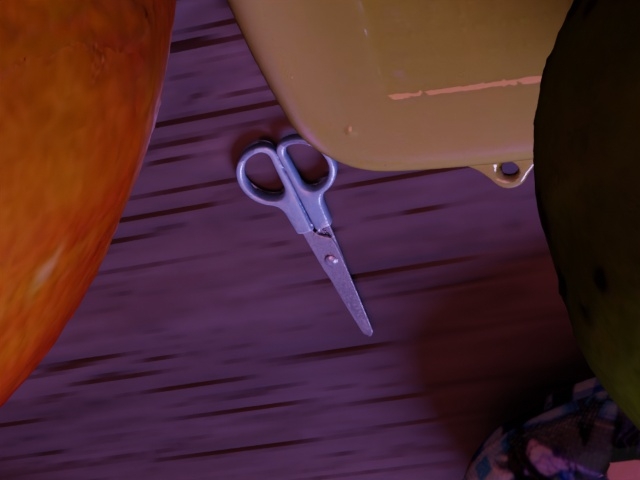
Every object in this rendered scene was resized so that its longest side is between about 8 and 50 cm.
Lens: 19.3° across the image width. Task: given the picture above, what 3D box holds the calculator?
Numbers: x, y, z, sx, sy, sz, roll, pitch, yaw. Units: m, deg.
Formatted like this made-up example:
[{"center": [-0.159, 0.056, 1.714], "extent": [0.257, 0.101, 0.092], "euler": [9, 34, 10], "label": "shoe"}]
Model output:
[{"center": [0.035, -0.113, 0.545], "extent": [0.157, 0.033, 0.236], "euler": [-7, 123, 15], "label": "calculator"}]

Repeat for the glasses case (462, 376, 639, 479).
[{"center": [0.166, 0.179, 0.675], "extent": [0.125, 0.076, 0.327], "euler": [-24, 113, 26], "label": "glasses case"}]

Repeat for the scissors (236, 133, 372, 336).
[{"center": [0.000, 0.000, 0.640], "extent": [0.036, 0.006, 0.083], "euler": [-14, 118, 23], "label": "scissors"}]

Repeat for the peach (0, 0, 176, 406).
[{"center": [-0.188, -0.076, 0.462], "extent": [0.306, 0.380, 0.242], "euler": [50, 124, 11], "label": "peach"}]

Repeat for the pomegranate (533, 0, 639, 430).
[{"center": [0.155, -0.014, 0.499], "extent": [0.202, 0.202, 0.248], "euler": [4, 157, 10], "label": "pomegranate"}]
